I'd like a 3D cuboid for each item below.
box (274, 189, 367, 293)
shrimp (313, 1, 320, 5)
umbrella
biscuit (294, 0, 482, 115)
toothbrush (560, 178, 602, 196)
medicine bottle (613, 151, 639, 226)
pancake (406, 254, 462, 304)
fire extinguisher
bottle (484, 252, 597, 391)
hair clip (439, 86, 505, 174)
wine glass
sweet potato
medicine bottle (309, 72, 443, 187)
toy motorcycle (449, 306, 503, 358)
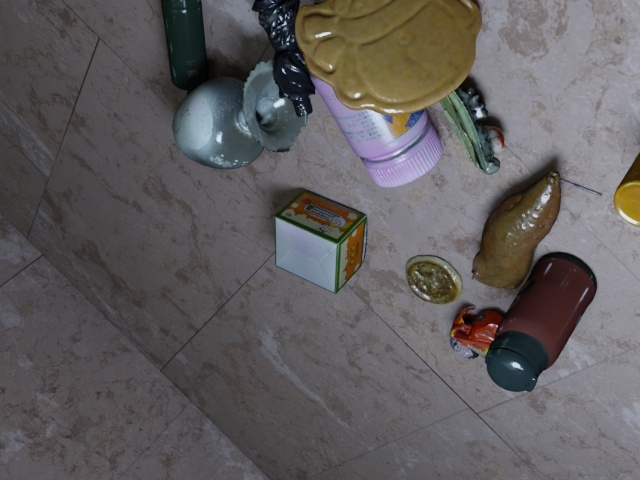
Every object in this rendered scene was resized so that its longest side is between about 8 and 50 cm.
[{"bbox_3d":[0.000,0.000,2.033,0.195,0.148,0.177,24,135,24],"label":"box"},{"bbox_3d":[0.050,-0.389,1.708,0.145,0.059,0.254,13,132,30],"label":"shrimp"},{"bbox_3d":[-0.070,-0.405,1.725,0.110,0.122,0.272,-13,106,-1],"label":"umbrella"},{"bbox_3d":[0.117,-0.394,1.469,0.351,0.312,0.057,45,175,3],"label":"biscuit"},{"bbox_3d":[0.519,-0.107,1.588,0.097,0.006,0.008,24,150,24],"label":"toothbrush"},{"bbox_3d":[0.588,-0.111,1.375,0.096,0.192,0.096,25,139,24],"label":"medicine bottle"},{"bbox_3d":[0.281,0.101,1.973,0.158,0.028,0.158,22,134,24],"label":"pancake"},{"bbox_3d":[-0.322,-0.468,1.941,0.095,0.115,0.311,-112,18,-45],"label":"fire extinguisher"},{"bbox_3d":[0.454,0.174,1.637,0.144,0.336,0.144,23,136,24],"label":"bottle"},{"bbox_3d":[0.276,-0.281,1.581,0.091,0.138,0.321,-34,102,6],"label":"hair clip"},{"bbox_3d":[-0.199,-0.290,1.884,0.323,0.238,0.238,-2,123,45],"label":"wine glass"},{"bbox_3d":[0.417,-0.035,1.654,0.131,0.131,0.336,30,140,17],"label":"sweet potato"},{"bbox_3d":[0.120,-0.270,1.632,0.178,0.178,0.290,-4,130,43],"label":"medicine bottle"},{"bbox_3d":[0.425,0.234,1.916,0.298,0.089,0.171,-7,119,44],"label":"toy motorcycle"}]
